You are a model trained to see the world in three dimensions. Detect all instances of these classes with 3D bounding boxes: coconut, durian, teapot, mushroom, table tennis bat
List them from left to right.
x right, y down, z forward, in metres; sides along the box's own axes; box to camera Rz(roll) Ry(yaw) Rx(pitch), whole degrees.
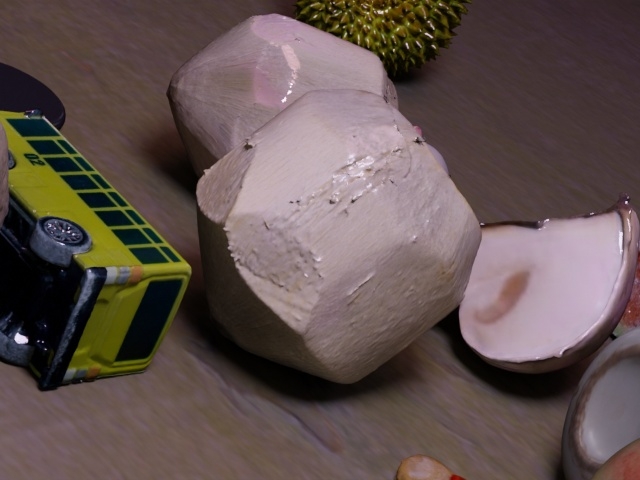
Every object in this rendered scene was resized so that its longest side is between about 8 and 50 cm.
[{"bbox_3d":[-0.368,-0.151,1.885,0.236,0.027,0.150,-1,35,-42],"label":"table tennis bat"},{"bbox_3d":[-0.045,-0.129,1.894,0.234,0.224,0.224,20,26,-11],"label":"coconut"},{"bbox_3d":[0.000,0.000,1.656,0.245,0.247,0.245,53,-1,2],"label":"coconut"},{"bbox_3d":[0.073,-0.304,2.367,0.236,0.176,0.200,7,39,-19],"label":"durian"},{"bbox_3d":[0.213,0.075,1.837,0.236,0.173,0.162,-8,64,18],"label":"mushroom"},{"bbox_3d":[0.346,0.128,1.611,0.149,0.318,0.220,29,20,-28],"label":"teapot"}]

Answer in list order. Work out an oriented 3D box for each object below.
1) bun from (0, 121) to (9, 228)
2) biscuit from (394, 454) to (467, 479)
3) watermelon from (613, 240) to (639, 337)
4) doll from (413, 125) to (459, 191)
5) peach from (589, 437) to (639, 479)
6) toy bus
[{"bbox_3d":[-0.377,-0.029,1.447,0.281,0.205,0.281,5,27,-3],"label":"bun"},{"bbox_3d":[0.163,0.252,1.541,0.234,0.030,0.153,25,28,5],"label":"biscuit"},{"bbox_3d":[0.351,0.046,1.984,0.121,0.158,0.098,-27,50,-24],"label":"watermelon"},{"bbox_3d":[0.094,-0.043,1.957,0.106,0.110,0.181,-3,26,-9],"label":"doll"},{"bbox_3d":[0.331,0.269,1.385,0.292,0.247,0.292,12,33,-8],"label":"peach"},{"bbox_3d":[-0.242,-0.003,1.586,0.150,0.128,0.262,-3,38,-46],"label":"toy bus"}]
